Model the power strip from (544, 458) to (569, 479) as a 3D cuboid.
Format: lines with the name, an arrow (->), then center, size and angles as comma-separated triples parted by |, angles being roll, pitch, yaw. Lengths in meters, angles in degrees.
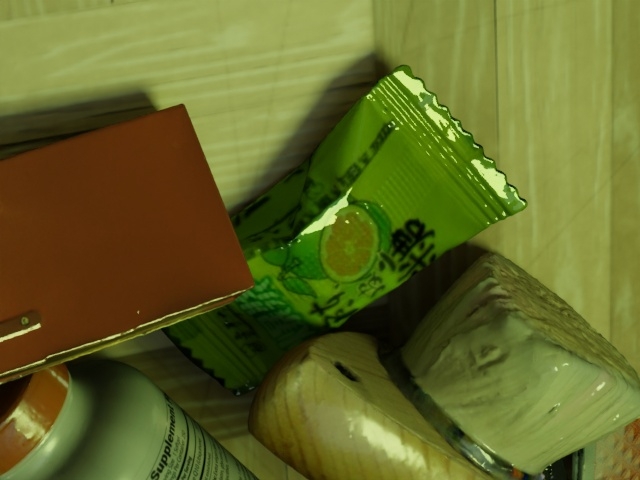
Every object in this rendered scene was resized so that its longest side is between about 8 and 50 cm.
power strip -> 0.155, 0.153, 1.417 | 0.038, 0.029, 0.111 | -24, 121, -5

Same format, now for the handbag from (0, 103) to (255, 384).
handbag -> -0.151, 0.005, 1.175 | 0.190, 0.063, 0.127 | -20, 84, -24

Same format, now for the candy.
candy -> 0.000, 0.000, 1.269 | 0.246, 0.069, 0.149 | -37, 123, 4

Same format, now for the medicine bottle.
medicine bottle -> -0.127, 0.183, 1.270 | 0.157, 0.157, 0.288 | -41, 121, 5

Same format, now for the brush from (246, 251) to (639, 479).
brush -> 0.078, 0.097, 1.259 | 0.166, 0.174, 0.267 | -51, 142, 14

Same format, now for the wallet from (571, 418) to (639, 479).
wallet -> 0.229, 0.203, 1.459 | 0.103, 0.020, 0.196 | -18, 120, -33
